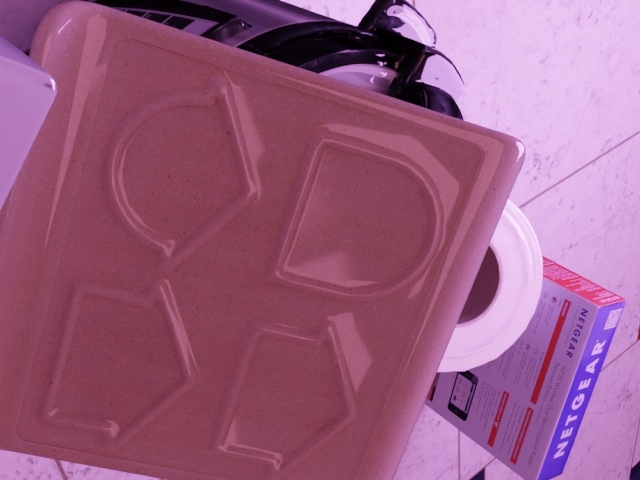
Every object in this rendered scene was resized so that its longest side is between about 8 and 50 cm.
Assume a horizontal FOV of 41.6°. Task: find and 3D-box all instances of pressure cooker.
[{"bbox_3d":[-0.064,-0.056,0.829,0.375,0.420,0.370,-24,129,-31],"label":"pressure cooker"}]

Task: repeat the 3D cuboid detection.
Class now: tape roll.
[{"bbox_3d":[0.185,0.051,1.267,0.286,0.100,0.287,-2,97,-15],"label":"tape roll"}]

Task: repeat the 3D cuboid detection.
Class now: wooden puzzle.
[{"bbox_3d":[-0.058,0.029,0.614,0.347,0.080,0.322,13,108,-19],"label":"wooden puzzle"}]

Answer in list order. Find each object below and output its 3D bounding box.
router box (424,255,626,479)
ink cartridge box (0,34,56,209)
[{"bbox_3d":[0.315,0.186,1.422,0.082,0.301,0.336,-6,118,-40],"label":"router box"},{"bbox_3d":[-0.377,-0.071,0.518,0.166,0.395,0.286,15,107,-53],"label":"ink cartridge box"}]
